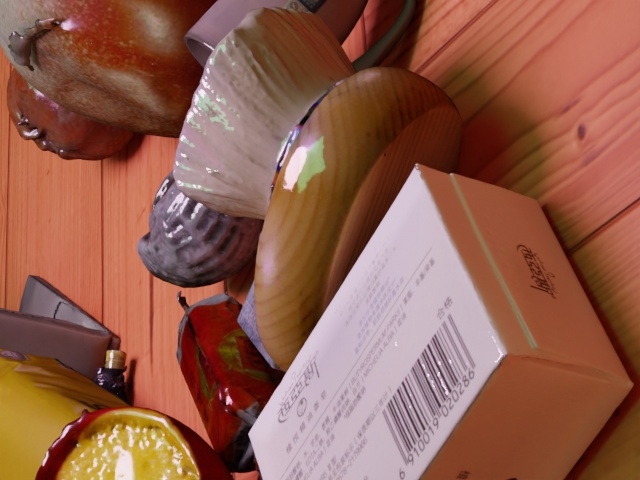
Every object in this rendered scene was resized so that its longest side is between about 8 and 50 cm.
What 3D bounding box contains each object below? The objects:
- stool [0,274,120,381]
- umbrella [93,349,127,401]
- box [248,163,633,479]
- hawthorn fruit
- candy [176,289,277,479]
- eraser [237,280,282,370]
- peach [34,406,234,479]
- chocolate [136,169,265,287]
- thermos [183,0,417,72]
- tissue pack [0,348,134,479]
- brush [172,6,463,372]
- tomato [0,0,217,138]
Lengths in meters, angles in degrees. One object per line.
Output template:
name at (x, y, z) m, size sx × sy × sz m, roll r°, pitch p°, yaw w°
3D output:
stool at (-0.382, 0.120, 2.048) m, size 0.269 × 0.243 × 0.170 m, roll 28°, pitch 101°, yaw 60°
umbrella at (-0.210, 0.178, 1.929) m, size 0.037 × 0.040 × 0.144 m, roll -5°, pitch 73°, yaw 39°
box at (0.074, 0.120, 1.379) m, size 0.274 × 0.116 × 0.203 m, roll -59°, pitch 32°, yaw 28°
hawthorn fruit at (-0.236, -0.163, 2.060) m, size 0.189 × 0.149 × 0.149 m, roll -40°, pitch 34°, yaw 1°
candy at (-0.077, 0.123, 1.691) m, size 0.292 × 0.059 × 0.086 m, roll -118°, pitch 29°, yaw -51°
eraser at (0.000, 0.000, 1.638) m, size 0.212 × 0.046 × 0.092 m, roll -67°, pitch 29°, yaw 14°
peach at (-0.142, 0.245, 1.592) m, size 0.190 × 0.196 × 0.226 m, roll -3°, pitch 111°, yaw 47°
chocolate at (-0.075, -0.058, 1.742) m, size 0.248 × 0.110 × 0.110 m, roll -58°, pitch 33°, yaw 26°
thermos at (0.001, -0.192, 1.632) m, size 0.193 × 0.137 × 0.105 m, roll -48°, pitch -11°, yaw -9°
tissue pack at (-0.242, 0.229, 1.820) m, size 0.271 × 0.134 × 0.192 m, roll 23°, pitch 97°, yaw 47°
brush at (-0.016, -0.029, 1.508) m, size 0.166 × 0.174 × 0.267 m, roll 29°, pitch 113°, yaw 24°
tomato at (-0.179, -0.245, 1.865) m, size 0.303 × 0.239 × 0.304 m, roll -38°, pitch 46°, yaw 55°
